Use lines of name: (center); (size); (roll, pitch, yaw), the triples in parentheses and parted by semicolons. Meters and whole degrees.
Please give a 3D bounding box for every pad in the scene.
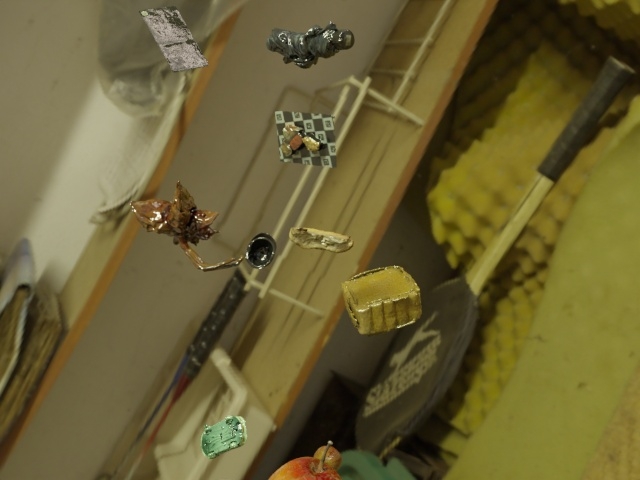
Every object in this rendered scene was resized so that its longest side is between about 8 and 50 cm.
pad: (-0.378, -0.522, 1.929); (0.116, 0.193, 0.004); (-25, -9, -40)

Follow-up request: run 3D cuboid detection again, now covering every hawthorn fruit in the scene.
hawthorn fruit: (-0.032, 0.715, 2.061); (0.263, 0.231, 0.235); (-28, -11, -6)

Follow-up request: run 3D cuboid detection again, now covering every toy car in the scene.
toy car: (-0.262, 0.534, 2.034); (0.186, 0.058, 0.093); (-34, 60, 39)

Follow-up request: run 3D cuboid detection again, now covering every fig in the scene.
fig: (0.013, 0.668, 2.248); (0.089, 0.088, 0.125); (-61, -17, 2)

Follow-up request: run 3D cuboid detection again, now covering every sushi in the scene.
sushi: (-0.045, -0.253, 1.880); (0.201, 0.031, 0.139); (11, 115, 38)

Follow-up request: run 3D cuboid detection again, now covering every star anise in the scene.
star anise: (-0.358, -0.032, 2.058); (0.148, 0.346, 0.237); (-49, -10, -41)

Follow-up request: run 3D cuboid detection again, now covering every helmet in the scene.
helmet: (-0.130, 0.024, 1.679); (0.084, 0.065, 0.049); (-62, -8, 2)

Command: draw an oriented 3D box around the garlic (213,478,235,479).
garlic: (-0.216, 0.654, 1.592); (0.317, 0.259, 0.317); (-33, 26, 18)

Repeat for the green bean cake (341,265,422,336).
green bean cake: (0.192, 0.192, 2.377); (0.229, 0.131, 0.224); (-17, 27, -6)

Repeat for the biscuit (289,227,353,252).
biscuit: (0.000, 0.000, 2.118); (0.118, 0.183, 0.061); (-135, 55, -83)

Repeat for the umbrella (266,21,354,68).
umbrella: (-0.017, -0.372, 1.436); (0.224, 0.080, 0.071); (12, 77, 51)
